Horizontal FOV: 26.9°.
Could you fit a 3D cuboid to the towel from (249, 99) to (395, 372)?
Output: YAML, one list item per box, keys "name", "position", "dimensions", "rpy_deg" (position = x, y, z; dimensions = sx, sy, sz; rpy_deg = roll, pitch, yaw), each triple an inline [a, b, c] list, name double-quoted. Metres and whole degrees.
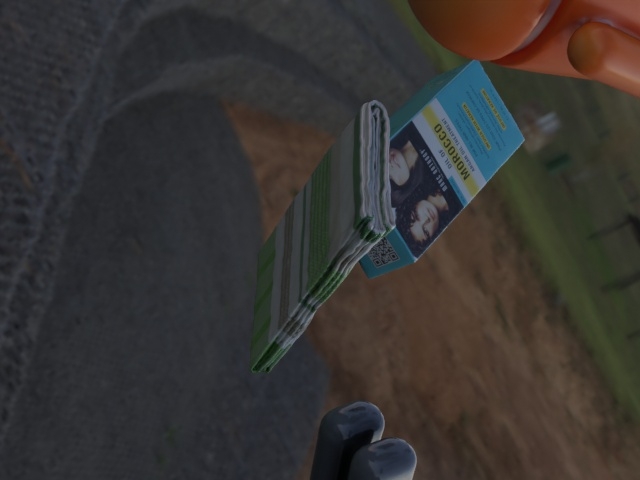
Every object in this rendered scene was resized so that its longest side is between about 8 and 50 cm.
- name: "towel"
  position: [0.000, 0.000, 0.818]
  dimensions: [0.023, 0.152, 0.113]
  rpy_deg: [22, 41, -17]

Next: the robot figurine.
- name: "robot figurine"
  position: [0.137, -0.151, 0.722]
  dimensions: [0.128, 0.219, 0.158]
  rpy_deg: [-8, -101, 63]

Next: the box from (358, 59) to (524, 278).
- name: "box"
  position: [0.098, -0.072, 1.253]
  dimensions: [0.100, 0.060, 0.244]
  rpy_deg: [57, 44, -12]

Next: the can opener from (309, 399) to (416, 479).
- name: "can opener"
  position: [0.000, 0.233, 0.907]
  dimensions: [0.074, 0.093, 0.280]
  rpy_deg: [46, -45, 38]
